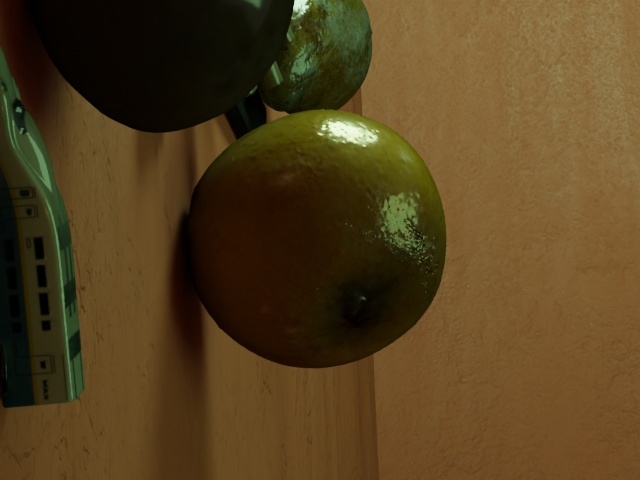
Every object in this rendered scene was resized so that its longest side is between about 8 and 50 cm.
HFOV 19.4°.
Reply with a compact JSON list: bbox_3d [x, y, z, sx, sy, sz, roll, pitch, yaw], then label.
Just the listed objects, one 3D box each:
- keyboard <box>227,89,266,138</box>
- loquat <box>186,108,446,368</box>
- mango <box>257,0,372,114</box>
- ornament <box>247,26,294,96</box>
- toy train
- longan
[{"bbox_3d":[-0.091,-0.162,2.185,0.310,0.018,0.101,66,20,-72],"label":"keyboard"},{"bbox_3d":[0.000,0.000,1.831,0.263,0.263,0.263,-4,90,-83],"label":"loquat"},{"bbox_3d":[-0.024,-0.241,2.312,0.316,0.146,0.192,-49,133,-66],"label":"mango"},{"bbox_3d":[-0.081,-0.304,1.972,0.245,0.061,0.230,66,27,-19],"label":"ornament"},{"bbox_3d":[-0.185,-0.015,1.165,0.052,0.051,0.234,-72,158,-82],"label":"toy train"},{"bbox_3d":[-0.110,-0.188,1.305,0.196,0.196,0.220,60,31,-75],"label":"longan"}]
